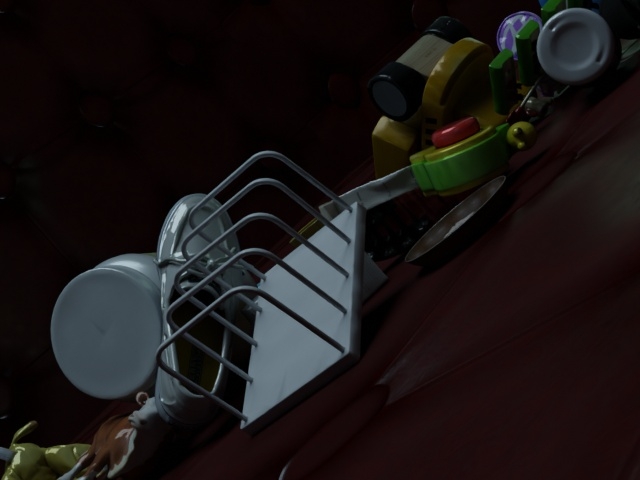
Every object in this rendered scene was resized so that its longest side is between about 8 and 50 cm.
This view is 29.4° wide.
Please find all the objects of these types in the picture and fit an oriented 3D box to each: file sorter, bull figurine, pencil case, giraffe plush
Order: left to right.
[{"bbox_3d":[-0.462,0.422,2.003,0.181,0.210,0.170,-50,-21,-36],"label":"giraffe plush"},{"bbox_3d":[-0.294,0.319,1.815,0.188,0.101,0.310,-47,3,-18],"label":"bull figurine"},{"bbox_3d":[-0.072,0.052,1.501,0.193,0.173,0.278,-38,28,30],"label":"file sorter"},{"bbox_3d":[0.356,-0.307,2.017,0.206,0.086,0.088,25,-100,-60],"label":"pencil case"}]

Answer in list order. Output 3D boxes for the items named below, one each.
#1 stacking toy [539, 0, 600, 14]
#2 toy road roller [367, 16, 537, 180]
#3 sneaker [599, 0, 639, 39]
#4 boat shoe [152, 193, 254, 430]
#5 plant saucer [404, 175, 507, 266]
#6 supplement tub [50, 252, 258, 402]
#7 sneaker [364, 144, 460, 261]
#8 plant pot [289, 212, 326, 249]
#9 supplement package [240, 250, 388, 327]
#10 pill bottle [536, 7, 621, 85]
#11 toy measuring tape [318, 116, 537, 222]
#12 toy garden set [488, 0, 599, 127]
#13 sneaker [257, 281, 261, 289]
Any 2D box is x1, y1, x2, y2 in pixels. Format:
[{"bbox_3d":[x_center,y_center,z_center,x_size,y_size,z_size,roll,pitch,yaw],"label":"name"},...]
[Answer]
[{"bbox_3d":[0.601,-0.532,2.441,0.302,0.175,0.166,-28,-5,-19],"label":"stacking toy"},{"bbox_3d":[0.233,-0.195,2.087,0.202,0.240,0.329,-44,-32,-30],"label":"toy road roller"},{"bbox_3d":[0.474,-0.352,1.705,0.139,0.125,0.341,-43,4,-19],"label":"sneaker"},{"bbox_3d":[-0.171,0.071,1.720,0.156,0.135,0.367,120,158,-57],"label":"boat shoe"},{"bbox_3d":[0.180,-0.019,1.564,0.168,0.029,0.168,-40,5,4],"label":"plant saucer"},{"bbox_3d":[-0.256,0.134,1.960,0.235,0.235,0.325,-39,-14,20],"label":"supplement tub"},{"bbox_3d":[0.152,-0.066,1.822,0.276,0.098,0.135,-38,5,13],"label":"sneaker"},{"bbox_3d":[0.000,0.000,2.550,0.081,0.083,0.081,-39,6,25],"label":"plant pot"},{"bbox_3d":[-0.011,0.078,1.744,0.179,0.105,0.105,-41,5,-13],"label":"supplement package"},{"bbox_3d":[0.381,-0.277,1.774,0.108,0.108,0.193,-40,-8,17],"label":"pill bottle"},{"bbox_3d":[0.145,-0.087,1.692,0.330,0.121,0.121,-22,9,13],"label":"toy measuring tape"},{"bbox_3d":[0.366,-0.277,1.922,0.244,0.049,0.204,-47,-33,-19],"label":"toy garden set"},{"bbox_3d":[-0.096,0.115,2.125,0.262,0.104,0.125,-42,7,-10],"label":"sneaker"}]
